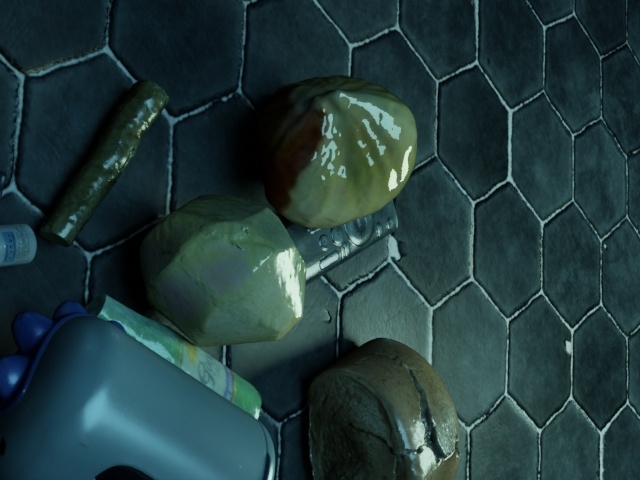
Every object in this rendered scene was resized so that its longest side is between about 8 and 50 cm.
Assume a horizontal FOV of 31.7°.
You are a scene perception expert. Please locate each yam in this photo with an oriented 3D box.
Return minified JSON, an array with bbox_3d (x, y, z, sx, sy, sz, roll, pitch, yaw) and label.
[{"bbox_3d":[-0.286,-0.104,1.503,0.061,0.061,0.274,48,53,-33],"label":"yam"}]

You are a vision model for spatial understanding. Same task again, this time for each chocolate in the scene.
[{"bbox_3d":[-0.206,0.172,1.532,0.291,0.110,0.110,43,55,-32],"label":"chocolate"}]

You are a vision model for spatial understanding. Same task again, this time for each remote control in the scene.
[{"bbox_3d":[0.000,0.000,1.822,0.378,0.044,0.107,-29,110,-46],"label":"remote control"}]

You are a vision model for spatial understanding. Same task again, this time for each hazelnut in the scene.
[{"bbox_3d":[0.018,-0.149,1.704,0.261,0.261,0.241,-56,156,-36],"label":"hazelnut"}]

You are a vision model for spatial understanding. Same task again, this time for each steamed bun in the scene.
[{"bbox_3d":[0.122,0.315,1.801,0.252,0.199,0.301,-14,95,-48],"label":"steamed bun"}]

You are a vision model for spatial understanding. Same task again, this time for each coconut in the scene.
[{"bbox_3d":[-0.126,0.048,1.527,0.197,0.237,0.236,-43,119,-17],"label":"coconut"}]

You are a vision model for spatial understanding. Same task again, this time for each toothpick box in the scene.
[{"bbox_3d":[-0.250,0.229,1.367,0.355,0.263,0.263,40,57,-31],"label":"toothpick box"}]

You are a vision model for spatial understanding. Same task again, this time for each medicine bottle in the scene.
[{"bbox_3d":[-0.395,0.007,1.371,0.089,0.052,0.052,-6,90,-48],"label":"medicine bottle"}]

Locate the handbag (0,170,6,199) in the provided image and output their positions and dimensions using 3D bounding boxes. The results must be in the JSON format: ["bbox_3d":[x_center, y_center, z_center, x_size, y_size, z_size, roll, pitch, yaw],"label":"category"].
[{"bbox_3d":[-0.513,0.007,1.190,0.303,0.122,0.329,25,67,-42],"label":"handbag"}]
